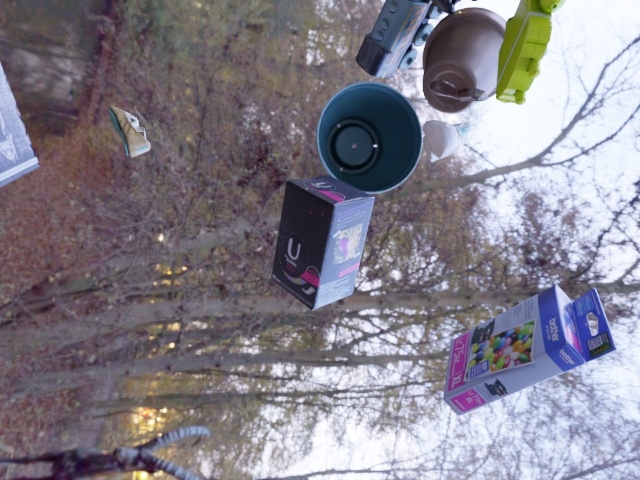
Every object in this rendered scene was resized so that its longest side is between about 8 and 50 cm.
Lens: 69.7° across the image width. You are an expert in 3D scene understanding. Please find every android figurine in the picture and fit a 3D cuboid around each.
[{"bbox_3d":[0.398,-0.383,0.896,0.248,0.056,0.273,94,9,-57],"label":"android figurine"}]

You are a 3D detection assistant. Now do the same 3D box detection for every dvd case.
[{"bbox_3d":[-0.622,-0.224,0.873,0.164,0.018,0.221,-95,178,-65],"label":"dvd case"}]

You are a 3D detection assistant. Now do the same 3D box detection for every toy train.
[{"bbox_3d":[0.238,-0.630,1.354,0.142,0.190,0.334,51,-40,16],"label":"toy train"}]

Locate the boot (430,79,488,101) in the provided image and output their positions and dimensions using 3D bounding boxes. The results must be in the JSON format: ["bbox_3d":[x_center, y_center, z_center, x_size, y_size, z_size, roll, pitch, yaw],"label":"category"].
[{"bbox_3d":[0.327,-0.352,1.084,0.114,0.106,0.037,-116,-141,-67],"label":"boot"}]

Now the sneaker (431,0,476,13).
[{"bbox_3d":[0.384,-0.671,1.121,0.276,0.097,0.135,-36,-96,29],"label":"sneaker"}]

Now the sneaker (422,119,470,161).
[{"bbox_3d":[0.265,-0.215,0.940,0.212,0.094,0.080,-34,104,-80],"label":"sneaker"}]

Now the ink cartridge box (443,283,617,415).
[{"bbox_3d":[0.379,0.198,0.877,0.311,0.065,0.186,-38,-171,33],"label":"ink cartridge box"}]

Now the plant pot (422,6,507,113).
[{"bbox_3d":[0.382,-0.468,1.260,0.229,0.263,0.263,-54,179,-37],"label":"plant pot"}]

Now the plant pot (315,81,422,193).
[{"bbox_3d":[0.115,-0.276,1.306,0.196,0.293,0.293,-161,-101,-79],"label":"plant pot"}]

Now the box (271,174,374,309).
[{"bbox_3d":[0.000,0.000,1.098,0.165,0.143,0.270,31,-59,37],"label":"box"}]

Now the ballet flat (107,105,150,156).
[{"bbox_3d":[-0.547,-0.316,1.319,0.232,0.073,0.080,54,-29,32],"label":"ballet flat"}]
